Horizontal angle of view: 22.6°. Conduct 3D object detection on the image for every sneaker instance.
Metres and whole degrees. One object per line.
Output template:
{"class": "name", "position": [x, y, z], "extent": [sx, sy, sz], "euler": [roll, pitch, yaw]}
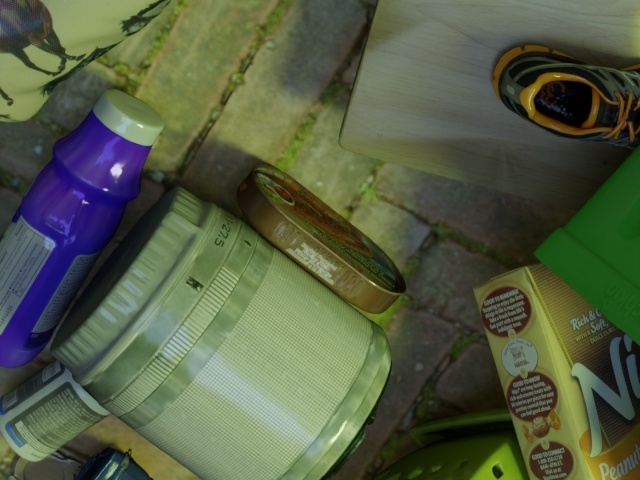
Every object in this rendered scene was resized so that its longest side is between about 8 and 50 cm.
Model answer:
{"class": "sneaker", "position": [0.258, -0.114, 1.398], "extent": [0.215, 0.083, 0.084], "euler": [7, 109, -2]}

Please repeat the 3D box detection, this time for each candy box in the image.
{"class": "candy box", "position": [0.276, 0.168, 1.483], "extent": [0.183, 0.087, 0.316], "euler": [-11, 82, -35]}

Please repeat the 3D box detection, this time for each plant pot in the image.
{"class": "plant pot", "position": [0.165, 0.290, 1.556], "extent": [0.228, 0.207, 0.227], "euler": [47, 149, -13]}

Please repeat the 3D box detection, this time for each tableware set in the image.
{"class": "tableware set", "position": [-0.293, 0.304, 1.703], "extent": [0.141, 0.020, 0.168], "euler": [39, 108, -11]}

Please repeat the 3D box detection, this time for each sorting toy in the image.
{"class": "sorting toy", "position": [0.172, -0.182, 1.467], "extent": [0.257, 0.089, 0.255], "euler": [15, 110, -4]}

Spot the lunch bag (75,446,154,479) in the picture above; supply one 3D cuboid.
{"class": "lunch bag", "position": [-0.221, 0.258, 1.648], "extent": [0.065, 0.067, 0.098], "euler": [39, 74, -13]}

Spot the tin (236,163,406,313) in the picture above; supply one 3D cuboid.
{"class": "tin", "position": [0.000, 0.000, 1.531], "extent": [0.190, 0.106, 0.040], "euler": [38, 104, -11]}

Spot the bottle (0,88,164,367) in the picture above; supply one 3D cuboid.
{"class": "bottle", "position": [-0.247, -0.013, 1.530], "extent": [0.092, 0.118, 0.283], "euler": [33, 109, -2]}

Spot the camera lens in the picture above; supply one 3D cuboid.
{"class": "camera lens", "position": [-0.087, 0.108, 1.516], "extent": [0.274, 0.219, 0.219], "euler": [38, 107, -11]}

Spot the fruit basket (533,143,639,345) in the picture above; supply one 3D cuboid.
{"class": "fruit basket", "position": [0.348, 0.131, 1.326], "extent": [0.283, 0.392, 0.392], "euler": [19, 111, -26]}

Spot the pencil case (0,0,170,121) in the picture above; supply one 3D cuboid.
{"class": "pencil case", "position": [-0.154, -0.265, 1.408], "extent": [0.410, 0.183, 0.160], "euler": [-30, 88, 11]}

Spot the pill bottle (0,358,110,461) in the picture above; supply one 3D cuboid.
{"class": "pill bottle", "position": [-0.254, 0.157, 1.616], "extent": [0.137, 0.078, 0.078], "euler": [-34, 106, 14]}
